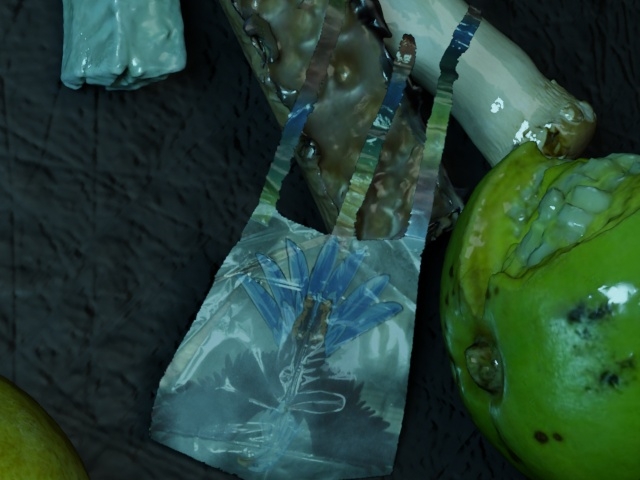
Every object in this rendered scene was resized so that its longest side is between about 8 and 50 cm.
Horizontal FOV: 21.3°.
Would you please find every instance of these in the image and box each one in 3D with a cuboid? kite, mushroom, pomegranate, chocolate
[{"bbox_3d":[0.001,0.000,1.005,0.169,0.015,0.310,8,99,-26],"label":"kite"},{"bbox_3d":[0.086,-0.115,1.105,0.209,0.071,0.084,42,96,-10],"label":"mushroom"},{"bbox_3d":[0.215,0.028,1.045,0.302,0.236,0.236,-32,95,-24],"label":"pomegranate"},{"bbox_3d":[-0.017,-0.133,1.027,0.102,0.065,0.329,-37,108,-32],"label":"chocolate"}]

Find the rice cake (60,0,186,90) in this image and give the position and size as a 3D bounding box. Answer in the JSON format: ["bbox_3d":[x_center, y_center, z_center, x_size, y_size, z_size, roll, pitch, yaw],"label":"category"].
[{"bbox_3d":[-0.133,-0.255,1.020,0.063,0.066,0.336,0,79,-38],"label":"rice cake"}]

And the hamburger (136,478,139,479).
[{"bbox_3d":[-0.008,0.226,0.953,0.283,0.144,0.157,16,81,-18],"label":"hamburger"}]

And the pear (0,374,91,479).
[{"bbox_3d":[-0.207,0.150,0.839,0.209,0.209,0.209,5,78,-25],"label":"pear"}]
